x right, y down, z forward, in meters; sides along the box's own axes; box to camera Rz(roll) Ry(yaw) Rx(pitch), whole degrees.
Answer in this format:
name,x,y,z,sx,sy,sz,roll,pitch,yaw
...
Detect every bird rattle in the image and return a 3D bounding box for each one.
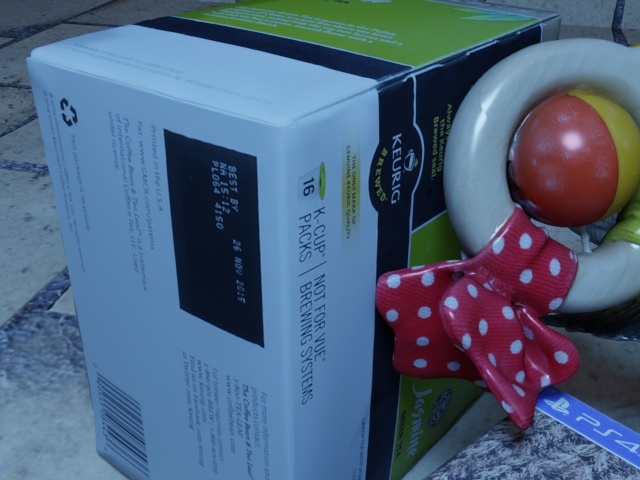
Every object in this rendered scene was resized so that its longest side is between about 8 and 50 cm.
name,x,y,z,sx,sy,sz,roll,pitch,yaw
bird rattle,0.149,-0.015,0.471,0.254,0.207,0.143,-13,1,-4

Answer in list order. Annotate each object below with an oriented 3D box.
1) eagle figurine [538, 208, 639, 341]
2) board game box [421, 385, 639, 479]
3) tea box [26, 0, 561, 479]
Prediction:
name,x,y,z,sx,sy,sz,roll,pitch,yaw
eagle figurine,0.324,0.052,0.611,0.298,0.225,0.226,37,5,-4
board game box,0.111,0.235,0.355,0.291,0.141,0.232,-24,37,-36
tea box,0.000,0.000,0.590,0.220,0.329,0.323,21,34,34
